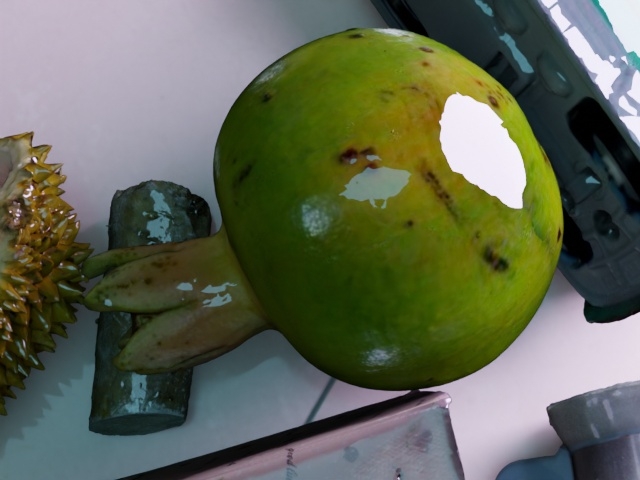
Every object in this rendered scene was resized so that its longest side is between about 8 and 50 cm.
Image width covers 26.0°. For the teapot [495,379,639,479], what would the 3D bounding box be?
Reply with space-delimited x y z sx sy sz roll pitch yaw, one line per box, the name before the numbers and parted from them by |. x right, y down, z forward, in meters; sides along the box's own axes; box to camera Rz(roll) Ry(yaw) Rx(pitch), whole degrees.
teapot | 0.220 0.209 0.921 0.203 0.171 0.225 -17 73 27

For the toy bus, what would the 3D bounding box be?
toy bus | 0.188 -0.140 0.949 0.199 0.183 0.344 -31 84 -23

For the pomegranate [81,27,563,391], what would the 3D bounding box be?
pomegranate | 0.000 0.000 0.866 0.301 0.236 0.236 -27 83 -1

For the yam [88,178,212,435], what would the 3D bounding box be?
yam | -0.120 0.048 0.970 0.078 0.078 0.179 7 81 0

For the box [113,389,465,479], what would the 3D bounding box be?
box | -0.043 0.223 0.872 0.297 0.225 0.190 -17 84 -3

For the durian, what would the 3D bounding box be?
durian | -0.244 0.043 0.940 0.138 0.183 0.250 42 94 -18
